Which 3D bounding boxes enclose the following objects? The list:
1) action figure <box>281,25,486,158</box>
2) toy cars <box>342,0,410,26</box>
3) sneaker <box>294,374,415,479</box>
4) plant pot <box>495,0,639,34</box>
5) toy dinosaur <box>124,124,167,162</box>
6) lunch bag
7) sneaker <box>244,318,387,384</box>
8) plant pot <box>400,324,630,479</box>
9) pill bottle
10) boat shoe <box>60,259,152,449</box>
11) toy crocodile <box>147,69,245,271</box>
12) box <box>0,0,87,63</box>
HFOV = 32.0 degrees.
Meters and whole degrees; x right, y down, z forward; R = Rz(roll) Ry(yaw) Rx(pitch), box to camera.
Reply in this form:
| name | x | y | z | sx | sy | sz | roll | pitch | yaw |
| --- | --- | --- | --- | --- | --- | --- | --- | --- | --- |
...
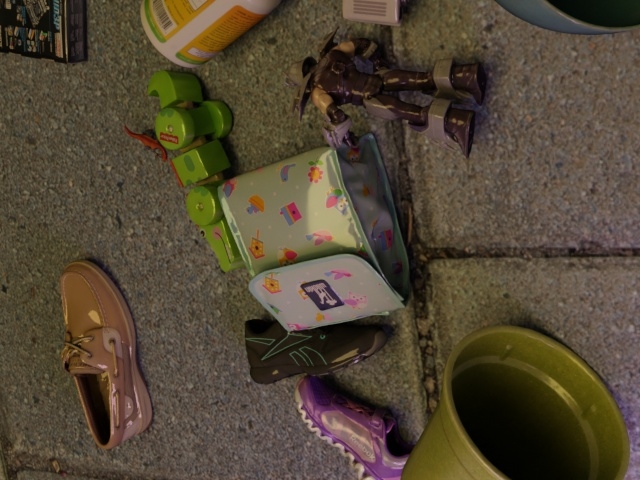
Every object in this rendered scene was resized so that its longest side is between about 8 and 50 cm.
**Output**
| name | x | y | z | sx | sy | sz | roll | pitch | yaw |
| --- | --- | --- | --- | --- | --- | --- | --- | --- | --- |
| action figure | 0.078 | -0.202 | 1.540 | 0.285 | 0.099 | 0.185 | 13 | 68 | 15 |
| toy cars | 0.137 | -0.438 | 1.439 | 0.176 | 0.087 | 0.394 | 46 | 117 | -3 |
| sneaker | 0.064 | 0.291 | 1.751 | 0.236 | 0.095 | 0.104 | 46 | 119 | 6 |
| plant pot | 0.283 | -0.372 | 1.317 | 0.195 | 0.290 | 0.290 | -5 | 105 | 71 |
| toy dinosaur | -0.279 | -0.155 | 1.839 | 0.082 | 0.090 | 0.047 | -133 | 54 | -68 |
| lunch bag | 0.000 | 0.000 | 1.649 | 0.223 | 0.160 | 0.262 | -16 | 94 | 30 |
| sneaker | -0.019 | 0.157 | 1.752 | 0.267 | 0.101 | 0.106 | -15 | 94 | 35 |
| plant pot | 0.243 | 0.303 | 1.554 | 0.276 | 0.276 | 0.254 | 43 | 135 | 14 |
| pill bottle | -0.140 | -0.371 | 1.642 | 0.246 | 0.136 | 0.136 | -30 | 87 | 35 |
| boat shoe | -0.400 | 0.203 | 2.003 | 0.122 | 0.110 | 0.341 | -14 | 97 | 35 |
| toy crocodile | -0.186 | -0.114 | 1.768 | 0.105 | 0.115 | 0.340 | -21 | 91 | 41 |
| box | -0.479 | -0.419 | 1.897 | 0.175 | 0.051 | 0.220 | 13 | 111 | 29 |
